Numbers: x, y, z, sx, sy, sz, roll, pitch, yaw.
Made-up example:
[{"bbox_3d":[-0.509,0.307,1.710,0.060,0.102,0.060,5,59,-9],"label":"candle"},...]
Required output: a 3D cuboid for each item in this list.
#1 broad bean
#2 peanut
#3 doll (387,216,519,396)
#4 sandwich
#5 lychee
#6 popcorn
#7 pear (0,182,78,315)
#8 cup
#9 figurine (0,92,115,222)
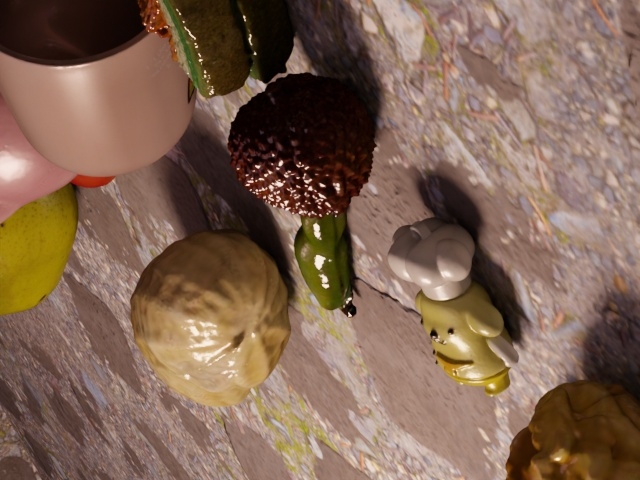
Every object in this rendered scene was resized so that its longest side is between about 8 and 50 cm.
[{"bbox_3d":[0.000,0.000,1.530,0.070,0.048,0.213,36,153,41],"label":"broad bean"},{"bbox_3d":[-0.121,0.083,1.796,0.174,0.158,0.340,26,166,-8],"label":"peanut"},{"bbox_3d":[0.107,0.052,1.349,0.106,0.062,0.162,15,136,54],"label":"doll"},{"bbox_3d":[-0.114,-0.215,1.357,0.160,0.109,0.185,30,148,46],"label":"sandwich"},{"bbox_3d":[-0.010,-0.076,1.339,0.129,0.123,0.123,33,176,-37],"label":"lychee"},{"bbox_3d":[0.203,0.193,1.260,0.140,0.163,0.194,28,119,17],"label":"popcorn"},{"bbox_3d":[-0.462,-0.038,2.212,0.294,0.294,0.294,46,158,24],"label":"pear"},{"bbox_3d":[-0.214,-0.202,1.535,0.200,0.191,0.253,83,176,-59],"label":"cup"},{"bbox_3d":[-0.333,-0.160,1.832,0.211,0.261,0.270,-27,98,42],"label":"figurine"}]
